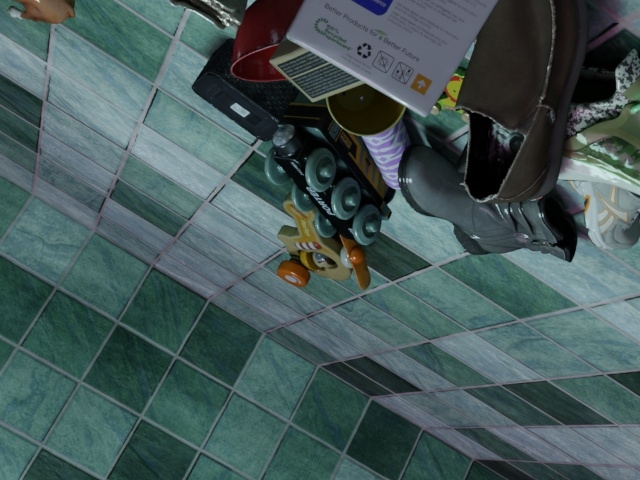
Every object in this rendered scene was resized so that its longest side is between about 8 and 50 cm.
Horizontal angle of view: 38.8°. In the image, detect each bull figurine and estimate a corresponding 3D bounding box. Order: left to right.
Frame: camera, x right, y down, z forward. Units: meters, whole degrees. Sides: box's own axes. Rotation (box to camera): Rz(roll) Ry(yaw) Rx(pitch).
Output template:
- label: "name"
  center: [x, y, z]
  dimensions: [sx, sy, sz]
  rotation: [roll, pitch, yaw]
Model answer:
- label: "bull figurine"
  center: [-0.589, -0.520, 1.684]
  dimensions: [0.188, 0.101, 0.310]
  rotation: [16, 155, 41]

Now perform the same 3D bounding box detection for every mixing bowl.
- label: "mixing bowl"
  center: [-0.057, -0.321, 1.404]
  dimensions: [0.181, 0.098, 0.181]
  rotation: [-10, 173, -1]

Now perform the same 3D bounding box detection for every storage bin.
- label: "storage bin"
  center: [-0.134, -0.276, 1.692]
  dimensions: [0.180, 0.084, 0.122]
  rotation: [36, 159, -17]

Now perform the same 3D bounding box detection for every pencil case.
- label: "pencil case"
  center: [0.124, -0.176, 1.601]
  dimensions: [0.086, 0.088, 0.206]
  rotation: [61, -178, 37]

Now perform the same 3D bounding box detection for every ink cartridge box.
- label: "ink cartridge box"
  center: [0.062, -0.303, 1.135]
  dimensions: [0.088, 0.235, 0.193]
  rotation: [38, 158, -25]
- label: "ink cartridge box"
  center: [0.129, -0.329, 0.930]
  dimensions: [0.175, 0.371, 0.069]
  rotation: [30, -160, -3]

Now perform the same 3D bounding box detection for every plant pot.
- label: "plant pot"
  center: [0.066, -0.241, 1.474]
  dimensions: [0.134, 0.134, 0.095]
  rotation: [35, -176, -16]

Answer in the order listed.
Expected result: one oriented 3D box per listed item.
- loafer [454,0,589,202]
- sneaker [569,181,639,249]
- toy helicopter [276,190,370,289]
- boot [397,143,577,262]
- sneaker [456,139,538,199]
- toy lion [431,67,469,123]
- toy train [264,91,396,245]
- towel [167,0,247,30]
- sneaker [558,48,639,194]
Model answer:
- label: "loafer"
  center: [0.243, -0.193, 1.141]
  dimensions: [0.134, 0.130, 0.366]
  rotation: [27, 135, 43]
- label: "sneaker"
  center: [0.468, -0.063, 1.392]
  dimensions: [0.121, 0.099, 0.262]
  rotation: [7, 153, 37]
- label: "toy helicopter"
  center: [0.000, 0.000, 2.125]
  dimensions: [0.235, 0.140, 0.355]
  rotation: [18, 155, 22]
- label: "boot"
  center: [0.305, -0.071, 1.598]
  dimensions: [0.222, 0.118, 0.338]
  rotation: [4, 160, 45]
- label: "sneaker"
  center: [0.290, -0.121, 1.391]
  dimensions: [0.145, 0.090, 0.270]
  rotation: [24, -172, 6]
- label: "toy lion"
  center: [0.211, -0.232, 1.419]
  dimensions: [0.100, 0.034, 0.096]
  rotation: [19, 151, 27]
- label: "toy train"
  center: [0.033, -0.130, 1.666]
  dimensions: [0.142, 0.190, 0.334]
  rotation: [11, 155, 40]
- label: "towel"
  center: [-0.225, -0.419, 1.322]
  dimensions: [0.282, 0.187, 0.049]
  rotation: [33, 120, -18]
- label: "sneaker"
  center: [0.425, -0.153, 1.165]
  dimensions: [0.410, 0.158, 0.182]
  rotation: [14, 147, 31]
